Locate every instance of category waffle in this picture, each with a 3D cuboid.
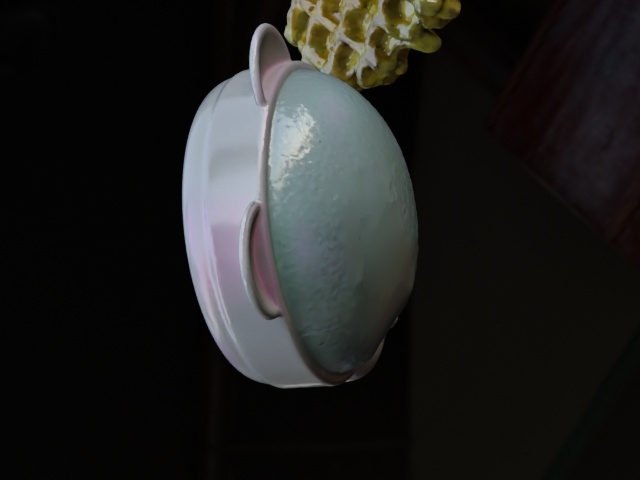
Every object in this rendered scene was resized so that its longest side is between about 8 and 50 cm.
[{"bbox_3d":[0.028,-0.259,1.157,0.056,0.253,0.249,-11,-15,-36],"label":"waffle"}]

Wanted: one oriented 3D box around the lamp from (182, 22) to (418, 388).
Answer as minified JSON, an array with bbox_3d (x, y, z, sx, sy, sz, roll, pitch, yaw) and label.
[{"bbox_3d":[0.003,0.000,0.769,0.246,0.108,0.179,59,-146,-62],"label":"lamp"}]
